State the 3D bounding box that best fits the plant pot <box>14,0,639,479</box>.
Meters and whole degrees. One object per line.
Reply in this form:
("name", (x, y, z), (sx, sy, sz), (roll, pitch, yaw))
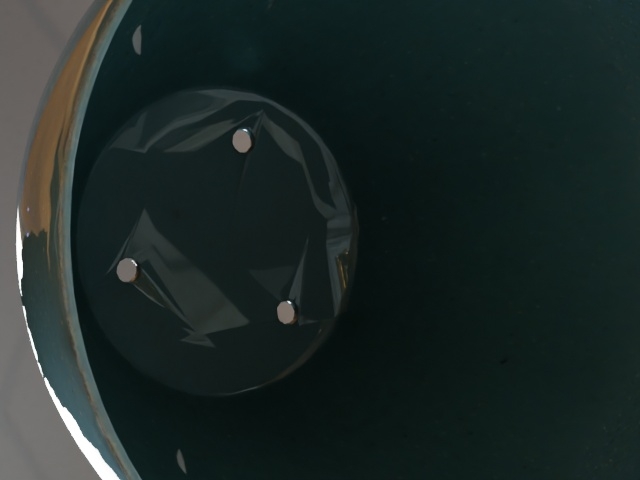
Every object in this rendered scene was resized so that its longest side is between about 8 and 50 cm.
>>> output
("plant pot", (0.000, 0.000, 0.698), (0.195, 0.290, 0.290), (-3, -80, 61))
